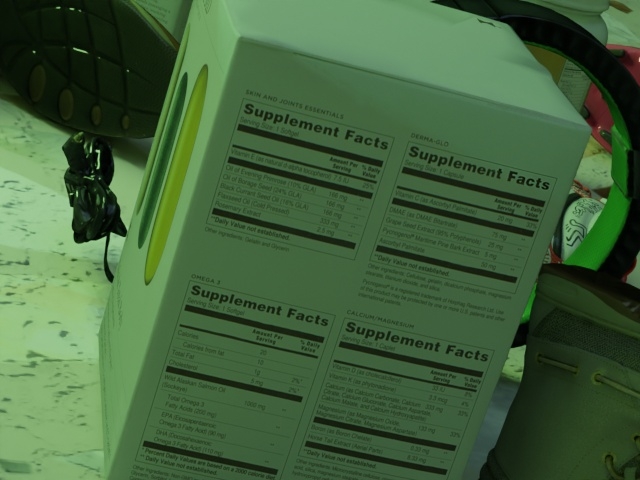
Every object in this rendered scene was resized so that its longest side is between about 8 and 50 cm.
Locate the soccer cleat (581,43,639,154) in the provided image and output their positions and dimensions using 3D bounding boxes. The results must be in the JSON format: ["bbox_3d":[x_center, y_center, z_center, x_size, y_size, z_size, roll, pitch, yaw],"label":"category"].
[{"bbox_3d":[0.402,-0.098,1.966,0.331,0.116,0.143,26,6,16],"label":"soccer cleat"}]

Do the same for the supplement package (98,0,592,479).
[{"bbox_3d":[0.000,0.000,1.104,0.198,0.263,0.199,13,20,-13],"label":"supplement package"}]

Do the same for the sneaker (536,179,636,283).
[{"bbox_3d":[0.189,-0.021,1.581,0.145,0.090,0.270,20,23,2],"label":"sneaker"}]

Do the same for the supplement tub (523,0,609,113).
[{"bbox_3d":[0.177,-0.157,1.759,0.144,0.200,0.144,16,20,-6],"label":"supplement tub"}]

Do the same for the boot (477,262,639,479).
[{"bbox_3d":[0.178,0.122,1.080,0.077,0.165,0.213,9,15,-39],"label":"boot"}]

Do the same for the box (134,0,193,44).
[{"bbox_3d":[-0.141,-0.249,1.772,0.091,0.170,0.130,22,20,11],"label":"box"}]

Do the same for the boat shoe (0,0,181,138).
[{"bbox_3d":[-0.220,-0.181,1.609,0.324,0.123,0.120,29,17,28],"label":"boat shoe"}]

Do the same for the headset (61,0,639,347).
[{"bbox_3d":[0.026,-0.042,1.307,0.394,0.243,0.185,-7,24,-9],"label":"headset"}]
